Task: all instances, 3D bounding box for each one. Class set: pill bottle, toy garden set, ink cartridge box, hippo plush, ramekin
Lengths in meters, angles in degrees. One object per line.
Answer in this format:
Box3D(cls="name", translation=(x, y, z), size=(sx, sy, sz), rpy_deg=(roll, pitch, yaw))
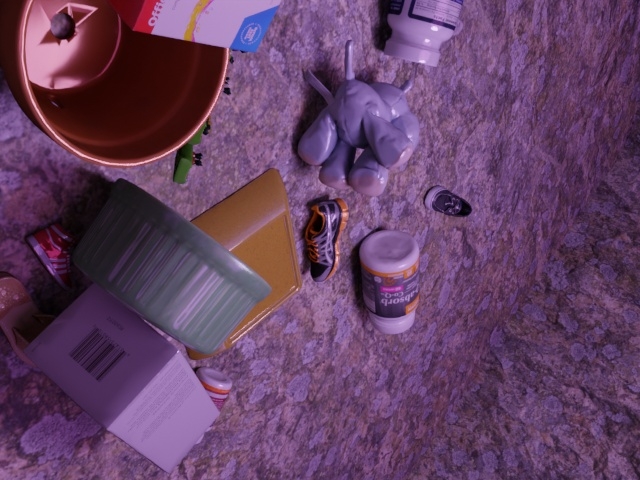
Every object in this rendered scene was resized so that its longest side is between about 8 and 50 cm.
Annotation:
Box3D(cls="pill bottle", translation=(0.195, 0.120, 1.728), size=(0.162, 0.162, 0.278), rpy_deg=(-38, 138, -31))
Box3D(cls="toy garden set", translation=(-0.175, -0.234, 1.009), size=(0.049, 0.204, 0.244), rpy_deg=(17, 114, -19))
Box3D(cls="pill bottle", translation=(-0.262, 0.364, 1.374), size=(0.086, 0.086, 0.152), rpy_deg=(21, 95, -55))
Box3D(cls="ink cartridge box", translation=(-0.147, -0.300, 0.697), size=(0.231, 0.078, 0.134), rpy_deg=(-10, 141, -49))
Box3D(cls="hippo plush", translation=(0.090, -0.251, 1.363), size=(0.294, 0.234, 0.236), rpy_deg=(60, 32, -4))
Box3D(cls="pill bottle", translation=(0.231, -0.522, 1.355), size=(0.153, 0.153, 0.264), rpy_deg=(-7, 119, -50))
Box3D(cls="ramekin", translation=(-0.243, 0.050, 1.003), size=(0.148, 0.303, 0.303), rpy_deg=(-55, 144, -10))

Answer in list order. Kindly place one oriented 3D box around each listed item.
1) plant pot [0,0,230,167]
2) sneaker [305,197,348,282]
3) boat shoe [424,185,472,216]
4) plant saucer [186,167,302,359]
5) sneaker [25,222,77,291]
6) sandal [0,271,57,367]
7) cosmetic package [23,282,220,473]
Box3D(cls="plant pot", translation=(-0.293, -0.263, 0.816), size=(0.291, 0.203, 0.290), rpy_deg=(-29, 133, -37))
Box3D(cls="sneaker", translation=(0.000, 0.000, 1.483), size=(0.083, 0.084, 0.214), rpy_deg=(-4, 112, -36))
Box3D(cls="boat shoe", translation=(0.399, -0.108, 1.909), size=(0.228, 0.076, 0.080), rpy_deg=(15, 100, -55))
Box3D(cls="plant saucer", translation=(-0.159, 0.068, 1.315), size=(0.333, 0.081, 0.332), rpy_deg=(-38, 138, -30))
Box3D(cls="sneaker", translation=(-0.411, 0.025, 0.997), size=(0.067, 0.042, 0.118), rpy_deg=(-39, 137, -25))
Box3D(cls="sandal", translation=(-0.450, 0.152, 0.999), size=(0.088, 0.079, 0.240), rpy_deg=(-44, 141, -25))
Box3D(cls="cosmetic package", translation=(-0.315, 0.249, 1.059), size=(0.155, 0.197, 0.365), rpy_deg=(-49, 161, -21))
